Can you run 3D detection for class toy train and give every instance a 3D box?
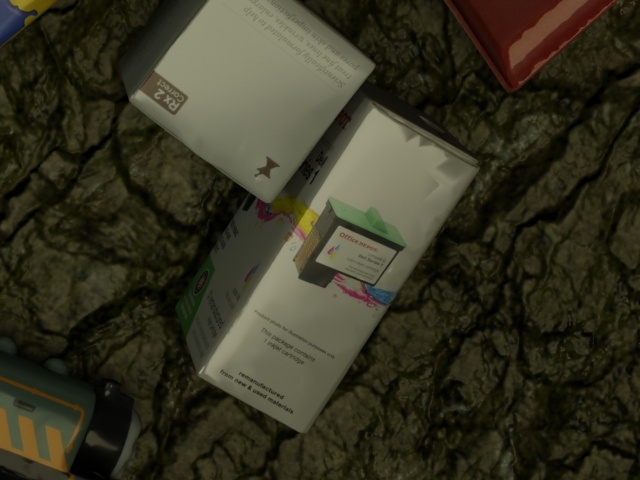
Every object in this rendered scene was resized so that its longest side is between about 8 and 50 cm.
[{"bbox_3d":[-0.324,0.170,1.771,0.334,0.142,0.190,23,90,-15],"label":"toy train"}]

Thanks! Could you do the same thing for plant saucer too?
[{"bbox_3d":[0.214,-0.273,1.716,0.259,0.048,0.258,-42,152,3],"label":"plant saucer"}]

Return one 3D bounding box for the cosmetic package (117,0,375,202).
[{"bbox_3d":[-0.068,-0.151,1.697,0.151,0.184,0.151,36,97,-17],"label":"cosmetic package"}]

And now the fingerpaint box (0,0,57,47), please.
[{"bbox_3d":[-0.314,-0.404,1.597,0.371,0.163,0.445,-38,107,2],"label":"fingerpaint box"}]

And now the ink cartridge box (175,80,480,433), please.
[{"bbox_3d":[0.000,0.000,1.739,0.117,0.201,0.278,31,98,-16],"label":"ink cartridge box"}]
